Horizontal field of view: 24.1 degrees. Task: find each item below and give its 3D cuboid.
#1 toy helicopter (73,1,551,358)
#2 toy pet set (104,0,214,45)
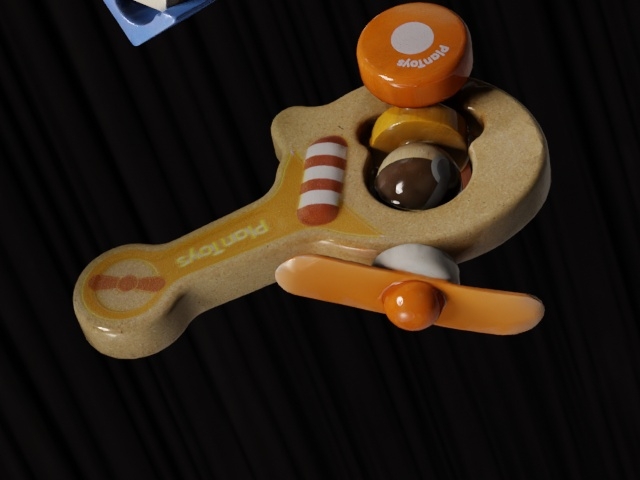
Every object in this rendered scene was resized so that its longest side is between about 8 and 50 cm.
[{"bbox_3d":[0.000,0.000,1.058,0.355,0.140,0.235,-24,53,-7],"label":"toy helicopter"},{"bbox_3d":[-0.069,-0.164,0.911,0.122,0.065,0.114,25,41,24],"label":"toy pet set"}]
